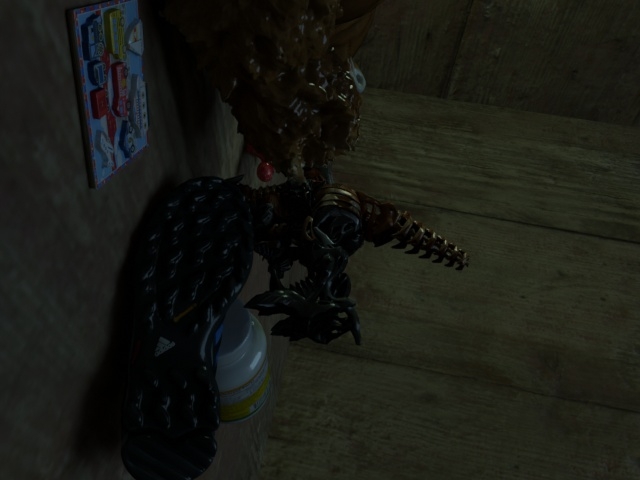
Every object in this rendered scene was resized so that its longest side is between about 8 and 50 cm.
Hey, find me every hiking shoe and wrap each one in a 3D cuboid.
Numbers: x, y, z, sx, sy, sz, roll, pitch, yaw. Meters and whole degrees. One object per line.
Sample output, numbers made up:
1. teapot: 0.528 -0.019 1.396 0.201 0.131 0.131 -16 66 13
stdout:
1. hiking shoe: -0.149 0.080 0.535 0.132 0.113 0.304 -32 -134 60

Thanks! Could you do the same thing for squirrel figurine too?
1. squirrel figurine: -0.021 -0.279 0.599 0.397 0.281 0.370 -65 -177 -13

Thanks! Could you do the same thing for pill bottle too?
1. pill bottle: -0.128 0.157 0.697 0.208 0.117 0.118 94 7 -55

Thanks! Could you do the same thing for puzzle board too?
1. puzzle board: -0.157 -0.116 0.407 0.096 0.011 0.128 -73 172 -58

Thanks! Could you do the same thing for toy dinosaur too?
1. toy dinosaur: 0.000 0.000 0.628 0.164 0.321 0.219 41 55 -50

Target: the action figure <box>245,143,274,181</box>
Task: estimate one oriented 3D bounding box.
1. action figure: -0.061 -0.182 0.926 0.139 0.091 0.280 77 20 -47
